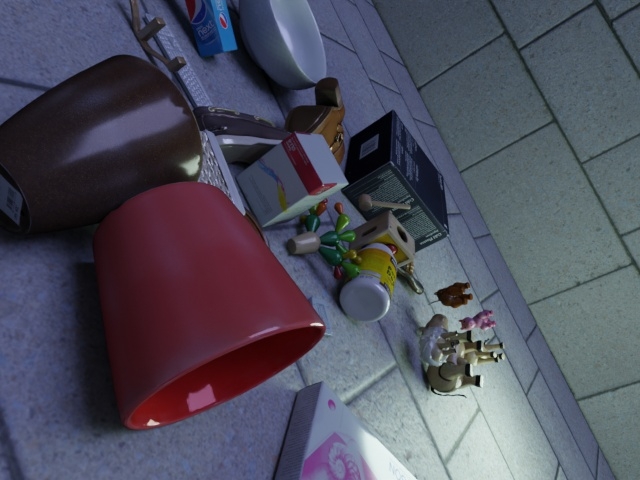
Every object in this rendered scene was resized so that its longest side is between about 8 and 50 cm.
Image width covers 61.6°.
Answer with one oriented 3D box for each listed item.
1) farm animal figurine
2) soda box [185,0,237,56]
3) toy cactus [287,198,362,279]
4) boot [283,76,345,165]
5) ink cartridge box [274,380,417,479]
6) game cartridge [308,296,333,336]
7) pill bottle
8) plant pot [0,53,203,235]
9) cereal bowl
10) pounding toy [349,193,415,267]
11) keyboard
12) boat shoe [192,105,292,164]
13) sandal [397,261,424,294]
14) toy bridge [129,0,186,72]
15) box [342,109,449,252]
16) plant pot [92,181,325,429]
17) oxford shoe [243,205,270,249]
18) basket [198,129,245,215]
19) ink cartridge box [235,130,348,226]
[{"bbox_3d":[0.367,0.294,1.494,0.330,0.172,0.327,57,39,-25],"label":"farm animal figurine"},{"bbox_3d":[-0.258,-0.532,1.218,0.071,0.067,0.210,-51,132,-60],"label":"soda box"},{"bbox_3d":[0.000,0.000,1.220,0.180,0.112,0.219,-10,71,-39],"label":"toy cactus"},{"bbox_3d":[-0.003,-0.273,1.436,0.220,0.109,0.283,80,22,-43],"label":"boot"},{"bbox_3d":[0.050,0.461,0.887,0.324,0.071,0.330,50,28,-20],"label":"ink cartridge box"},{"bbox_3d":[-0.002,0.161,1.136,0.056,0.017,0.083,26,43,-53],"label":"game cartridge"},{"bbox_3d":[0.122,0.092,1.299,0.117,0.117,0.215,53,29,-16],"label":"pill bottle"},{"bbox_3d":[-0.309,-0.105,0.693,0.215,0.215,0.230,56,41,-9],"label":"plant pot"},{"bbox_3d":[-0.117,-0.563,1.454,0.339,0.141,0.339,45,37,-49],"label":"cereal bowl"},{"bbox_3d":[0.162,-0.022,1.404,0.206,0.181,0.094,46,31,-26],"label":"pounding toy"},{"bbox_3d":[-0.290,-0.365,1.146,0.256,0.014,0.072,61,27,-1],"label":"keyboard"},{"bbox_3d":[-0.143,-0.220,1.153,0.324,0.116,0.097,-7,73,-55],"label":"boat shoe"},{"bbox_3d":[0.253,0.074,1.581,0.219,0.060,0.090,48,15,-23],"label":"sandal"},{"bbox_3d":[-0.336,-0.417,1.061,0.188,0.063,0.026,61,27,-3],"label":"toy bridge"},{"bbox_3d":[0.241,-0.178,1.690,0.312,0.179,0.343,46,31,-24],"label":"box"},{"bbox_3d":[-0.165,0.075,0.709,0.275,0.275,0.243,6,49,-58],"label":"plant pot"},{"bbox_3d":[-0.134,0.022,0.994,0.076,0.076,0.212,-18,65,-22],"label":"oxford shoe"},{"bbox_3d":[-0.221,-0.091,0.898,0.103,0.113,0.167,-6,69,-58],"label":"basket"},{"bbox_3d":[-0.061,-0.127,1.135,0.127,0.176,0.128,61,27,6],"label":"ink cartridge box"}]
